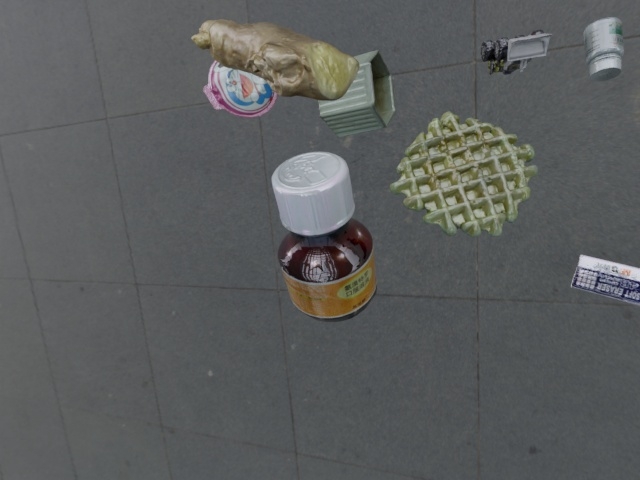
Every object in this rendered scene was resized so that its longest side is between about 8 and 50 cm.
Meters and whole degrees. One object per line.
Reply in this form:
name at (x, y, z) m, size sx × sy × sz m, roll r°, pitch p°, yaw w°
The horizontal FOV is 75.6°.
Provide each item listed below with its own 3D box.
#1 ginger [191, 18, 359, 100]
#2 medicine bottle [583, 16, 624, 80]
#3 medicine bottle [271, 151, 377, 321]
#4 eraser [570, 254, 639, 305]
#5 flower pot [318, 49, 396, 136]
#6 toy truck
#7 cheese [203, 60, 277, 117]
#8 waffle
ginger at (-0.057, -0.241, 0.540) m, size 0.213 × 0.137 × 0.074 m, roll 28°, pitch 122°, yaw 30°
medicine bottle at (0.702, -0.471, 1.023) m, size 0.080 × 0.080 × 0.131 m, roll -3°, pitch 81°, yaw 22°
medicine bottle at (0.000, 0.000, 0.976) m, size 0.242 × 0.243 × 0.395 m, roll 2°, pitch 136°, yaw 21°
eraser at (1.065, 0.151, 1.466) m, size 0.287 × 0.086 × 0.131 m, roll 16°, pitch 85°, yaw 29°
flower pot at (0.117, -0.461, 1.313) m, size 0.189 × 0.239 × 0.210 m, roll -3°, pitch 69°, yaw 28°
toy truck at (0.579, -0.558, 1.237) m, size 0.136 × 0.286 × 0.111 m, roll -8°, pitch 110°, yaw 7°
cheese at (-0.138, -0.358, 0.908) m, size 0.244 × 0.062 × 0.155 m, roll -31°, pitch 96°, yaw -20°
waffle at (0.332, -0.155, 0.943) m, size 0.291 × 0.056 × 0.309 m, roll 32°, pitch 73°, yaw 17°
